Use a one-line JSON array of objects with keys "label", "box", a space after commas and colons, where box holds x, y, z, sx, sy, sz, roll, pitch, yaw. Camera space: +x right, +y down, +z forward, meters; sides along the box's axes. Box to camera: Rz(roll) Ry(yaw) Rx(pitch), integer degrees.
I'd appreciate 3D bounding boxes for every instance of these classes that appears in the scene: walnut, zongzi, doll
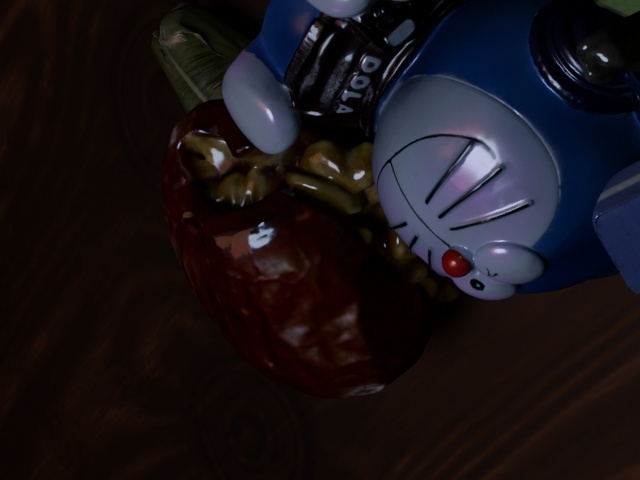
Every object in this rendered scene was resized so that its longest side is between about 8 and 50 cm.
[{"label": "walnut", "box": [0.000, 0.000, 1.262, 0.244, 0.221, 0.269, -7, 149, 27]}, {"label": "zongzi", "box": [-0.058, -0.168, 1.387, 0.204, 0.094, 0.205, -34, 80, 44]}, {"label": "doll", "box": [0.116, -0.095, 1.048, 0.310, 0.240, 0.284, 41, 151, 8]}]

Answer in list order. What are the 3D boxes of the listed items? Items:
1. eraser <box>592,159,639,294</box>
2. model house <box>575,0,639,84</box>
[{"label": "eraser", "box": [0.279, -0.047, 0.927, 0.082, 0.225, 0.036, 53, -163, -34]}, {"label": "model house", "box": [0.212, -0.212, 0.850, 0.205, 0.279, 0.218, -30, 87, 53]}]
